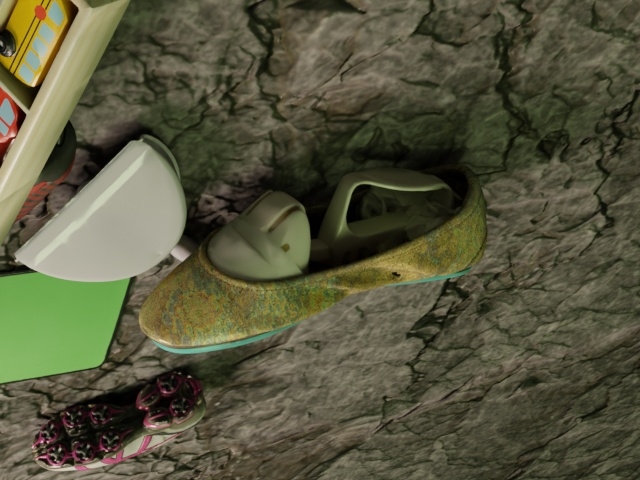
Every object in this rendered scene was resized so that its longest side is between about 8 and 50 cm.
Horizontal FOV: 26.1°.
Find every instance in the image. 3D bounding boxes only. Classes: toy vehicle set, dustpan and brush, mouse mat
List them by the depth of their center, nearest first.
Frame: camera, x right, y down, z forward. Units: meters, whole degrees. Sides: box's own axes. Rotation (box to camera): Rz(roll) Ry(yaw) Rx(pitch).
[{"bbox_3d":[-0.231,-0.107,0.847,0.035,0.166,0.267,-34,165,-49],"label":"toy vehicle set"},{"bbox_3d":[-0.152,-0.009,1.171,0.147,0.060,0.211,-43,140,8],"label":"dustpan and brush"},{"bbox_3d":[-0.255,0.078,1.273,0.152,0.007,0.190,-7,147,-26],"label":"mouse mat"}]

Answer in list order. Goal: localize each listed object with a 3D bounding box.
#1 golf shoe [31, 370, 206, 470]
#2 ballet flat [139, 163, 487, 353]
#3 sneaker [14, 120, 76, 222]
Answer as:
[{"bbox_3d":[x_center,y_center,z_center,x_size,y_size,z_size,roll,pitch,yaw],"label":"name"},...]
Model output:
[{"bbox_3d":[-0.206,0.203,1.440,0.186,0.067,0.086,-18,151,-10],"label":"golf shoe"},{"bbox_3d":[0.000,0.000,1.221,0.348,0.123,0.123,-14,149,-27],"label":"ballet flat"},{"bbox_3d":[-0.286,-0.012,1.020,0.276,0.097,0.135,-28,149,11],"label":"sneaker"}]
